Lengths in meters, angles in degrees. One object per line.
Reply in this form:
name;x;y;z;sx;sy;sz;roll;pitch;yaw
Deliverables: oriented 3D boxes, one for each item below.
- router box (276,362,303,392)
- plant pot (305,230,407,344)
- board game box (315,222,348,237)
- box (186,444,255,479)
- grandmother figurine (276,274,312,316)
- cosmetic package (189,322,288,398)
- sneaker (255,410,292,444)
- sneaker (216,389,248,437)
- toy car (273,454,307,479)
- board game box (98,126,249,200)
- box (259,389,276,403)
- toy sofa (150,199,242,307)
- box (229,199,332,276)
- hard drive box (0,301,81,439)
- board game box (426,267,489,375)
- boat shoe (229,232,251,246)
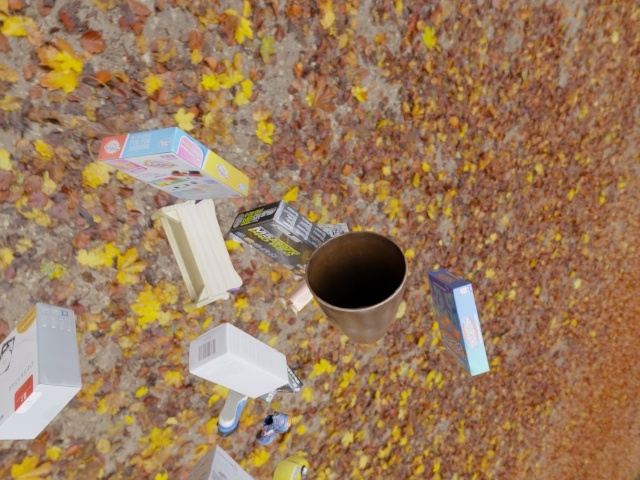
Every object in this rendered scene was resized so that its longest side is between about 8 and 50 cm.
router box;-0.122;0.441;1.290;0.038;0.122;0.092;-41;101;-40
plant pot;0.092;0.134;0.922;0.215;0.215;0.231;-38;140;-22
board game box;0.000;0.000;2.152;0.317;0.214;0.046;-6;131;-5
box;-0.264;0.768;1.139;0.126;0.231;0.262;-43;97;0
grandmother figurine;-0.035;0.201;1.890;0.342;0.207;0.104;-46;158;-25
cosmetic package;-0.191;0.295;0.971;0.117;0.086;0.231;-28;136;16
sneaker;-0.208;0.770;1.675;0.087;0.083;0.221;37;117;-11
sneaker;-0.243;0.473;1.118;0.152;0.058;0.085;-69;175;-65
toy car;-0.124;0.571;0.855;0.224;0.239;0.053;-17;109;-5
board game box;-0.381;-0.193;1.097;0.316;0.242;0.064;32;60;-64
box;-0.315;0.791;2.275;0.184;0.045;0.191;36;80;-5
toy sofa;-0.425;0.041;1.389;0.177;0.150;0.363;-23;95;-36
box;-0.074;0.007;1.064;0.270;0.216;0.060;36;63;-32
hard drive box;-0.644;0.290;0.911;0.181;0.232;0.089;-46;141;9
board game box;0.321;0.184;0.953;0.047;0.160;0.210;-17;100;-3
boat shoe;-0.292;-0.013;1.803;0.227;0.081;0.079;-2;137;-10
